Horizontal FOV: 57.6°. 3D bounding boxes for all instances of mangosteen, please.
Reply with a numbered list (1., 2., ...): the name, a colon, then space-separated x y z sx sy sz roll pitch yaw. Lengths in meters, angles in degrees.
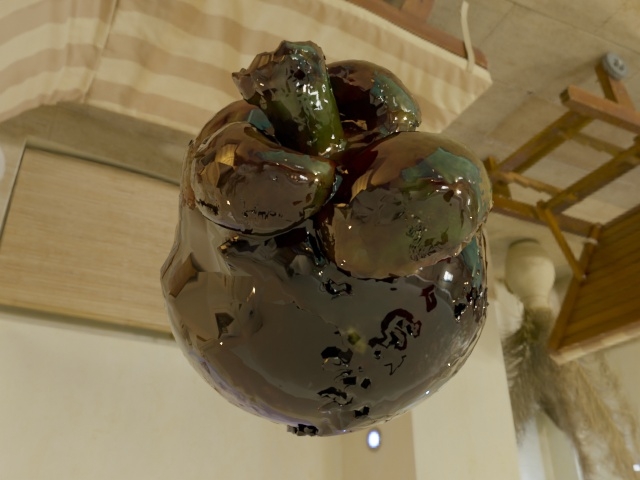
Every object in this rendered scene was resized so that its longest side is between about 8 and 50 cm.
1. mangosteen: 0.019 0.007 0.658 0.381 0.381 0.421 10 127 -18
